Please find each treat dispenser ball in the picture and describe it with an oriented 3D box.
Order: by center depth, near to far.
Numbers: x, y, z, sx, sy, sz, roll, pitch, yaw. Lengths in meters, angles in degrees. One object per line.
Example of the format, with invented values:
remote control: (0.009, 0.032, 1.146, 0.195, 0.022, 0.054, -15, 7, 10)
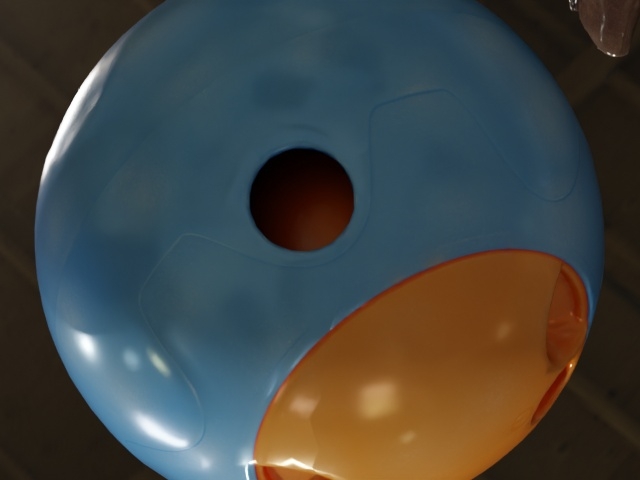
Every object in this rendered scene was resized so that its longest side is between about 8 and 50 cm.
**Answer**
treat dispenser ball: (0.000, 0.000, 0.948, 0.288, 0.288, 0.288, 3, -116, -6)

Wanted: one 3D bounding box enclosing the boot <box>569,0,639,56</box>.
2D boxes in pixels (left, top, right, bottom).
boot: (0.226, -0.208, 1.268, 0.090, 0.207, 0.248, -8, -137, -10)
